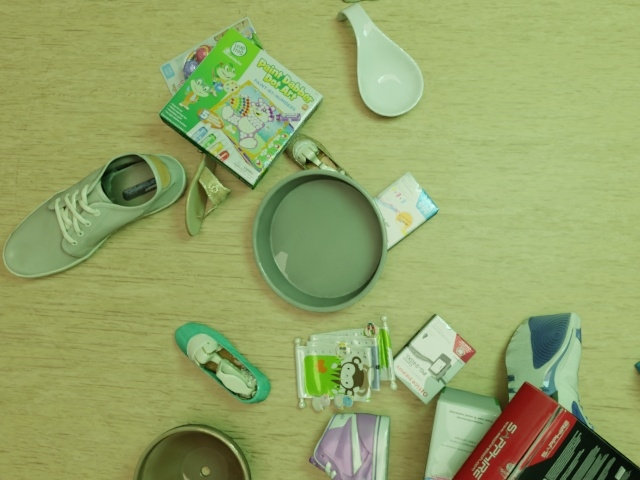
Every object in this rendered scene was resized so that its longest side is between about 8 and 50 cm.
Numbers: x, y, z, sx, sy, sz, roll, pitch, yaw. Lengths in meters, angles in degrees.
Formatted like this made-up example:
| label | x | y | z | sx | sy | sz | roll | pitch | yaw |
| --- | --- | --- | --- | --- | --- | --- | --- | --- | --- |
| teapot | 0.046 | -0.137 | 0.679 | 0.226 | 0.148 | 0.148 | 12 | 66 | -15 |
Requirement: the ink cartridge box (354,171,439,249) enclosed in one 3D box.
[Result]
| label | x | y | z | sx | sy | sz | roll | pitch | yaw |
| --- | --- | --- | --- | --- | --- | --- | --- | --- | --- |
| ink cartridge box | 0.145 | -0.045 | 1.179 | 0.181 | 0.061 | 0.104 | -38 | 82 | 2 |

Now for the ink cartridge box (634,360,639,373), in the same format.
| label | x | y | z | sx | sy | sz | roll | pitch | yaw |
| --- | --- | --- | --- | --- | --- | --- | --- | --- | --- |
| ink cartridge box | 0.668 | 0.271 | 1.066 | 0.052 | 0.122 | 0.088 | -29 | 82 | 2 |

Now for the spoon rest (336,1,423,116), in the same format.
| label | x | y | z | sx | sy | sz | roll | pitch | yaw |
| --- | --- | --- | --- | --- | --- | --- | --- | --- | --- |
| spoon rest | 0.118 | -0.394 | 1.203 | 0.137 | 0.084 | 0.276 | -29 | 82 | 3 |

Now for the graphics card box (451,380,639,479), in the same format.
| label | x | y | z | sx | sy | sz | roll | pitch | yaw |
| --- | --- | --- | --- | --- | --- | --- | --- | --- | --- |
| graphics card box | 0.389 | 0.412 | 0.917 | 0.371 | 0.094 | 0.233 | 36 | 89 | -28 |

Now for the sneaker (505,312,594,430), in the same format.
| label | x | y | z | sx | sy | sz | roll | pitch | yaw |
| --- | --- | --- | --- | --- | --- | --- | --- | --- | --- |
| sneaker | 0.452 | 0.312 | 1.090 | 0.182 | 0.127 | 0.316 | 38 | 60 | -29 |

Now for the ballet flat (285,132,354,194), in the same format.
| label | x | y | z | sx | sy | sz | roll | pitch | yaw |
| --- | --- | --- | --- | --- | --- | --- | --- | --- | --- |
| ballet flat | -0.002 | -0.166 | 1.202 | 0.206 | 0.067 | 0.073 | 40 | 91 | 8 |

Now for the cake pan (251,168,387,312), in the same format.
| label | x | y | z | sx | sy | sz | roll | pitch | yaw |
| --- | --- | --- | --- | --- | --- | --- | --- | --- | --- |
| cake pan | 0.000 | 0.000 | 1.158 | 0.293 | 0.054 | 0.293 | 2 | 96 | 19 |

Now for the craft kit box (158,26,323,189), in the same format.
| label | x | y | z | sx | sy | sz | roll | pitch | yaw |
| --- | --- | --- | --- | --- | --- | --- | --- | --- | --- |
| craft kit box | -0.165 | -0.279 | 1.186 | 0.250 | 0.061 | 0.247 | 36 | 79 | 0 |

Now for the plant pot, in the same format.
| label | x | y | z | sx | sy | sz | roll | pitch | yaw |
| --- | --- | --- | --- | --- | --- | --- | --- | --- | --- |
| plant pot | -0.249 | 0.489 | 1.148 | 0.237 | 0.110 | 0.237 | -1 | 85 | 7 |

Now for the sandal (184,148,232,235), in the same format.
| label | x | y | z | sx | sy | sz | roll | pitch | yaw |
| --- | --- | --- | --- | --- | --- | --- | --- | --- | --- |
| sandal | -0.229 | -0.125 | 1.212 | 0.079 | 0.088 | 0.240 | 6 | 81 | 12 |

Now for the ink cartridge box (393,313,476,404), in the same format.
| label | x | y | z | sx | sy | sz | roll | pitch | yaw |
| --- | --- | --- | --- | --- | --- | --- | --- | --- | --- |
| ink cartridge box | 0.224 | 0.242 | 1.144 | 0.109 | 0.063 | 0.150 | 43 | 90 | 8 |

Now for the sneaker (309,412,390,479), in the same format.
| label | x | y | z | sx | sy | sz | roll | pitch | yaw |
| --- | --- | --- | --- | --- | --- | --- | --- | --- | --- |
| sneaker | 0.054 | 0.491 | 1.121 | 0.161 | 0.102 | 0.282 | 2 | 69 | 9 |

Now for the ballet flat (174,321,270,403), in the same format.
| label | x | y | z | sx | sy | sz | roll | pitch | yaw |
| --- | --- | --- | --- | --- | --- | --- | --- | --- | --- |
| ballet flat | -0.211 | 0.254 | 1.176 | 0.247 | 0.087 | 0.083 | 35 | 89 | 8 |

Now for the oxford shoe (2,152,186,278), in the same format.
| label | x | y | z | sx | sy | sz | roll | pitch | yaw |
| --- | --- | --- | --- | --- | --- | --- | --- | --- | --- |
| oxford shoe | -0.507 | -0.063 | 1.216 | 0.449 | 0.130 | 0.169 | -27 | 84 | 4 |

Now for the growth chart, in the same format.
| label | x | y | z | sx | sy | sz | roll | pitch | yaw |
| --- | --- | --- | --- | --- | --- | --- | --- | --- | --- |
| growth chart | 0.047 | 0.260 | 1.153 | 0.237 | 0.021 | 0.172 | -16 | 80 | 23 |

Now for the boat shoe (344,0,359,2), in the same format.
| label | x | y | z | sx | sy | sz | roll | pitch | yaw |
| --- | --- | --- | --- | --- | --- | --- | --- | --- | --- |
| boat shoe | 0.110 | -0.561 | 1.237 | 0.135 | 0.045 | 0.050 | -13 | 84 | 4 |

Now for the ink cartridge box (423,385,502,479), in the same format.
| label | x | y | z | sx | sy | sz | roll | pitch | yaw |
| --- | --- | --- | --- | --- | --- | --- | --- | --- | --- |
| ink cartridge box | 0.256 | 0.434 | 1.048 | 0.117 | 0.201 | 0.278 | 10 | 86 | 16 |

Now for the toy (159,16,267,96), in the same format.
| label | x | y | z | sx | sy | sz | roll | pitch | yaw |
| --- | --- | --- | --- | --- | --- | --- | --- | --- | --- |
| toy | -0.242 | -0.397 | 1.253 | 0.237 | 0.056 | 0.137 | -27 | 81 | 3 |
